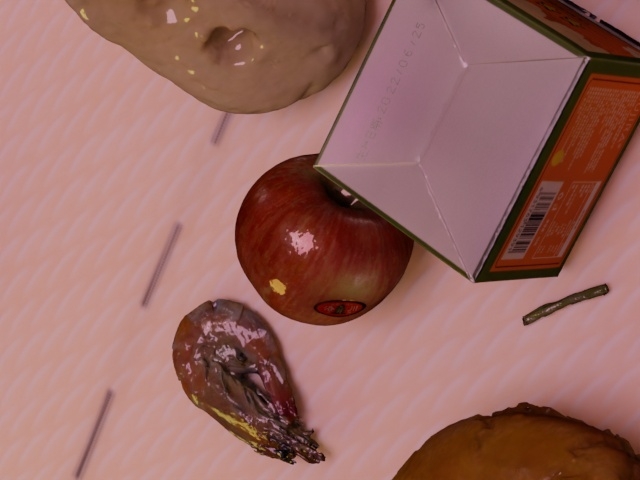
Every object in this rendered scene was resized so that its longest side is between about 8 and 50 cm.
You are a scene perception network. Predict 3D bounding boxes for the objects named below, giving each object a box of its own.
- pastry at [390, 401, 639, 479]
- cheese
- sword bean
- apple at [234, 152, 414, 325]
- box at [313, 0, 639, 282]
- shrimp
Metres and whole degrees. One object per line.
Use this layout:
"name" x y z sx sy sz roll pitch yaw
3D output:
"pastry" 0.170 0.298 1.469 0.356 0.164 0.356 5 98 34
"cheese" -0.092 -0.212 1.582 0.248 0.251 0.173 49 118 4
"sword bean" 0.195 0.051 1.525 0.083 0.012 0.012 -24 80 33
"apple" 0.000 0.000 1.575 0.146 0.146 0.131 48 133 21
"box" 0.133 -0.095 1.474 0.177 0.148 0.195 36 112 30
"shrimp" -0.062 0.130 1.681 0.190 0.042 0.101 45 108 24
